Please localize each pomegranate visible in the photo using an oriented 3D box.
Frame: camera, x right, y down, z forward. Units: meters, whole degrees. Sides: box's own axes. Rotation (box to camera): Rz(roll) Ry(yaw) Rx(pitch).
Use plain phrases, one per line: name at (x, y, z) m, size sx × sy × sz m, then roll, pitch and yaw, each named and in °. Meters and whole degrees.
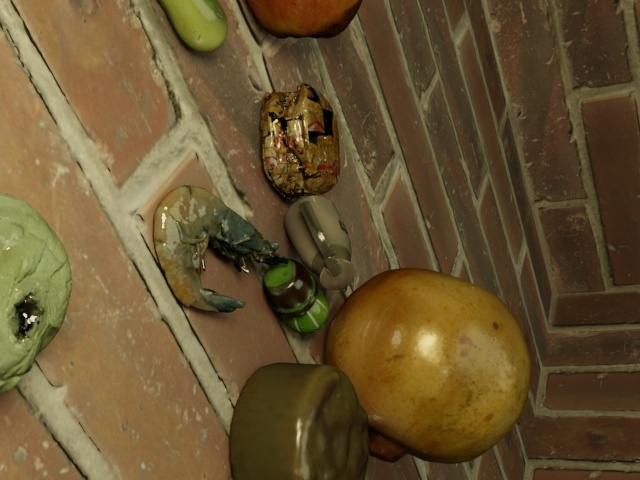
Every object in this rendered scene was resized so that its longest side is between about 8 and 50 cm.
pomegranate at (0.206, 0.256, 1.541) m, size 0.416 × 0.416 × 0.417 m, roll 21°, pitch 66°, yaw -60°

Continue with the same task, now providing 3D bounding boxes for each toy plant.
toy plant at (-0.038, 0.107, 1.422) m, size 0.162 × 0.092 × 0.093 m, roll 56°, pitch 38°, yaw -43°

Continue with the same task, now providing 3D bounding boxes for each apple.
apple at (-0.030, -0.463, 1.415) m, size 0.230 × 0.230 × 0.230 m, roll 21°, pitch 66°, yaw -60°

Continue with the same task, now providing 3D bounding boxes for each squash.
squash at (-0.218, -0.395, 1.191) m, size 0.250 × 0.083 × 0.083 m, roll 61°, pitch 35°, yaw -33°

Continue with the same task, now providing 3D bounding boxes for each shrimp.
shrimp at (-0.155, 0.031, 1.237) m, size 0.289 × 0.075 × 0.178 m, roll 40°, pitch 58°, yaw -55°

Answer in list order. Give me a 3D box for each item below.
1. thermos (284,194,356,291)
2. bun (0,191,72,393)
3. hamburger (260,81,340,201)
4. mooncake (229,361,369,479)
thermos at (0.000, 0.000, 1.408) m, size 0.193 × 0.105 × 0.137 m, roll -114°, pitch -179°, yaw -52°
bun at (-0.340, 0.051, 0.816) m, size 0.221 × 0.108 × 0.221 m, roll 22°, pitch 65°, yaw -60°
hamburger at (-0.031, -0.182, 1.487) m, size 0.231 × 0.106 × 0.231 m, roll -10°, pitch 90°, yaw -70°
mooncake at (-0.024, 0.349, 1.334) m, size 0.284 × 0.155 × 0.284 m, roll -5°, pitch 90°, yaw -65°
